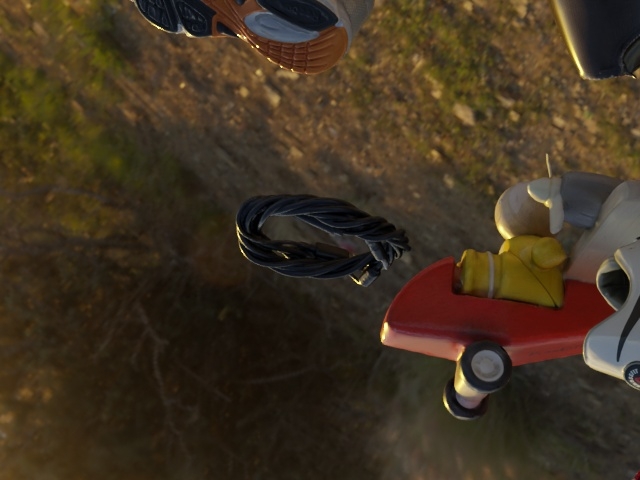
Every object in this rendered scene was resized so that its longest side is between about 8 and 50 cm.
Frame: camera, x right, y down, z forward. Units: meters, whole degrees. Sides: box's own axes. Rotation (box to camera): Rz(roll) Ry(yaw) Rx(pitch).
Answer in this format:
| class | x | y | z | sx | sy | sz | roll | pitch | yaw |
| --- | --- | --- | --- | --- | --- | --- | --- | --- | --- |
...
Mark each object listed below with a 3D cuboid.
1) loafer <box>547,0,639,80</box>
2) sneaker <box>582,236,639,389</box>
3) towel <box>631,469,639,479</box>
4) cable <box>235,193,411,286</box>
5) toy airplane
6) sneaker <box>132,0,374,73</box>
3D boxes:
| class | x | y | z | sx | sy | sz | roll | pitch | yaw |
| --- | --- | --- | --- | --- | --- | --- | --- | --- | --- |
| loafer | 0.181 | -0.121 | 0.482 | 0.080 | 0.220 | 0.078 | 29 | 127 | 51 |
| sneaker | 0.337 | 0.016 | 0.947 | 0.146 | 0.330 | 0.122 | 9 | 125 | 32 |
| towel | 0.377 | 0.336 | 1.098 | 0.199 | 0.275 | 0.031 | 49 | 161 | -18 |
| cable | 0.000 | 0.000 | 1.077 | 0.185 | 0.047 | 0.151 | 21 | 154 | -24 |
| toy airplane | 0.308 | 0.044 | 1.265 | 0.386 | 0.272 | 0.384 | -31 | 151 | 34 |
| sneaker | -0.071 | -0.243 | 0.971 | 0.263 | 0.121 | 0.099 | 27 | 134 | 14 |
